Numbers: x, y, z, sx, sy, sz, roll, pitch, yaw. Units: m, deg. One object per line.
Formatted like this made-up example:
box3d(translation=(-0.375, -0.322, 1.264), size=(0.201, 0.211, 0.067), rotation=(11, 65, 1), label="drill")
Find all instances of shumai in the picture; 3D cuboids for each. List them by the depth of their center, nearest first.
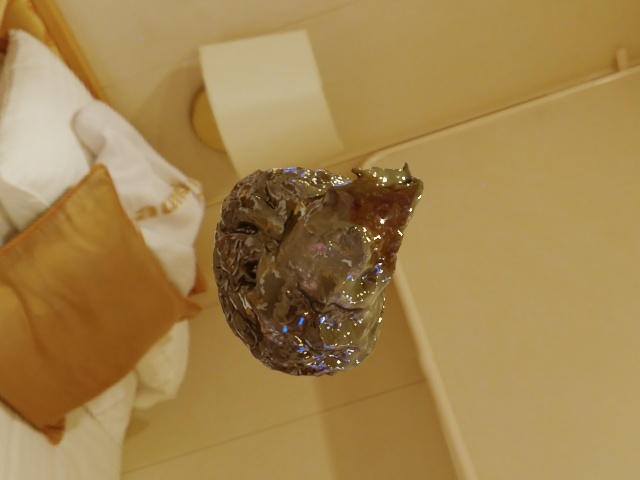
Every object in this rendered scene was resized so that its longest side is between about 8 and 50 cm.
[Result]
box3d(translation=(0.000, 0.000, 0.670), size=(0.176, 0.166, 0.206), rotation=(119, -37, -56), label="shumai")
